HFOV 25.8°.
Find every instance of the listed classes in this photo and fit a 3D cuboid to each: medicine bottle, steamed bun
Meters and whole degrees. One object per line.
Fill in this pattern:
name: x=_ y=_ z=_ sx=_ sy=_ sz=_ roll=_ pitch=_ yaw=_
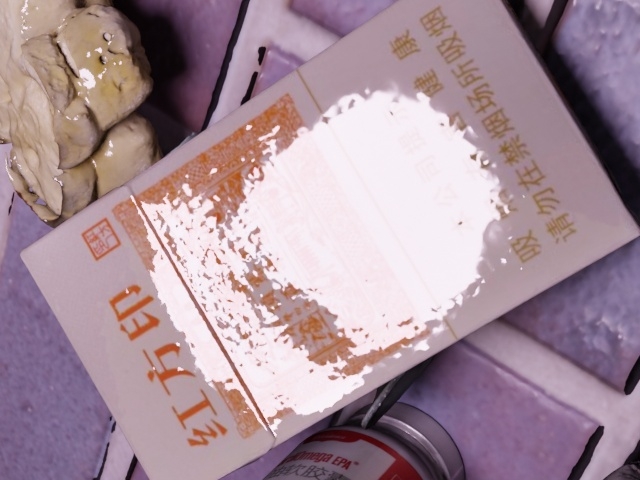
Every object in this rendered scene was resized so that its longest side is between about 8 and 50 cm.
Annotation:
medicine bottle: x=0.002 y=0.216 z=0.980 sx=0.131 sy=0.250 sz=0.131 roll=14 pitch=119 yaw=26
steamed bun: x=-0.180 y=-0.125 z=1.006 sx=0.177 sy=0.106 sz=0.192 roll=47 pitch=142 yaw=34

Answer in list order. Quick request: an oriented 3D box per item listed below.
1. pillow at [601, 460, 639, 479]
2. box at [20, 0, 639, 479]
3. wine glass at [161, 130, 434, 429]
pillow: x=0.280 y=0.313 z=0.950 sx=0.326 sy=0.101 sz=0.228 roll=41 pitch=128 yaw=12
box: x=-0.001 y=0.000 z=0.910 sx=0.365 sy=0.051 sz=0.205 roll=-32 pitch=86 yaw=16
wine glass: x=-0.022 y=0.023 z=1.000 sx=0.231 sy=0.103 sz=0.103 roll=39 pitch=127 yaw=13
